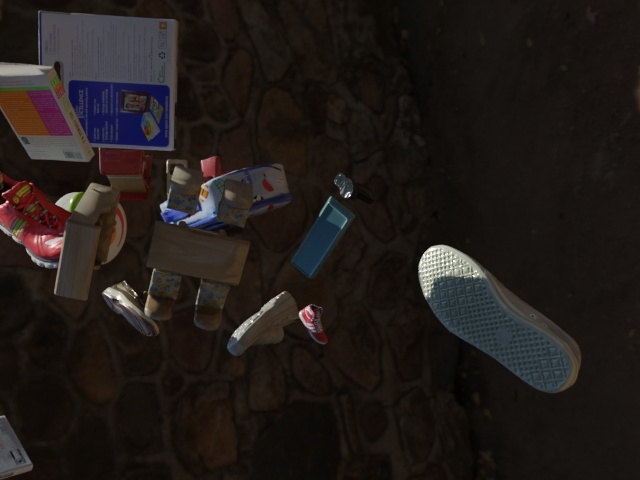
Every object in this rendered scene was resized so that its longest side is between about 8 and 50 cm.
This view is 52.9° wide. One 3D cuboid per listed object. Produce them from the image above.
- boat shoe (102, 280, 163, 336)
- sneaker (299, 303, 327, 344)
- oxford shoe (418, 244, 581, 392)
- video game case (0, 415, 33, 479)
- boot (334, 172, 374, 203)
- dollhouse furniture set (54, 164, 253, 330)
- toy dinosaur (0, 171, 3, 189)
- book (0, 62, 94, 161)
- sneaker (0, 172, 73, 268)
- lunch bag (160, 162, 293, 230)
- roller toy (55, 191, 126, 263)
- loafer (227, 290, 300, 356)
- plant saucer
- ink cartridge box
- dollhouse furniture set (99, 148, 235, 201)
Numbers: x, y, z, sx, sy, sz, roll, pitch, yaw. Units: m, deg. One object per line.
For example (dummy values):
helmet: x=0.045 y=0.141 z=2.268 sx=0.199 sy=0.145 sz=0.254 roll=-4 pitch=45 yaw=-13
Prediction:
boat shoe: x=-0.509 y=0.177 z=1.802 sx=0.257 sy=0.095 sz=0.095 roll=27 pitch=142 yaw=36
sneaker: x=-0.008 y=0.237 z=1.841 sx=0.118 sy=0.042 sz=0.067 roll=53 pitch=129 yaw=11
oxford shoe: x=0.401 y=0.173 z=1.472 sx=0.449 sy=0.130 sz=0.169 roll=42 pitch=115 yaw=33
video game case: x=-0.798 y=0.496 z=1.509 sx=0.190 sy=0.173 sz=0.022 roll=35 pitch=116 yaw=37
boot: x=0.092 y=-0.117 z=1.578 sx=0.045 sy=0.099 sz=0.121 roll=-55 pitch=29 yaw=14
dollhouse furniture set: x=-0.226 y=0.017 z=0.914 sx=0.161 sy=0.242 sz=0.212 roll=-104 pitch=30 yaw=-64
toy dinosaur: x=-0.549 y=-0.155 z=0.782 sx=0.200 sy=0.295 sz=0.127 roll=6 pitch=86 yaw=30
book: x=-0.383 y=-0.171 z=0.884 sx=0.144 sy=0.096 sz=0.035 roll=82 pitch=-161 yaw=-46
sneaker: x=-0.504 y=-0.042 z=1.127 sx=0.279 sy=0.107 sz=0.118 roll=21 pitch=143 yaw=28
lunch bag: x=-0.226 y=-0.085 z=1.483 sx=0.303 sy=0.243 sz=0.115 roll=-16 pitch=94 yaw=52
roller toy: x=-0.643 y=-0.032 z=1.767 sx=0.146 sy=0.191 sz=0.209 roll=7 pitch=97 yaw=19
loafer: x=-0.155 y=0.257 z=1.888 sx=0.112 sy=0.319 sz=0.111 roll=-35 pitch=92 yaw=36
plant saucer: x=0.000 y=0.000 z=1.322 sx=0.067 sy=0.018 sz=0.192 roll=40 pitch=125 yaw=10
ink cartridge box: x=-0.493 y=-0.370 z=1.512 sx=0.072 sy=0.307 sz=0.304 roll=-99 pitch=13 yaw=-81
dollhouse furniture set: x=-0.426 y=-0.218 z=1.845 sx=0.201 sy=0.374 sz=0.152 roll=113 pitch=155 yaw=-68
